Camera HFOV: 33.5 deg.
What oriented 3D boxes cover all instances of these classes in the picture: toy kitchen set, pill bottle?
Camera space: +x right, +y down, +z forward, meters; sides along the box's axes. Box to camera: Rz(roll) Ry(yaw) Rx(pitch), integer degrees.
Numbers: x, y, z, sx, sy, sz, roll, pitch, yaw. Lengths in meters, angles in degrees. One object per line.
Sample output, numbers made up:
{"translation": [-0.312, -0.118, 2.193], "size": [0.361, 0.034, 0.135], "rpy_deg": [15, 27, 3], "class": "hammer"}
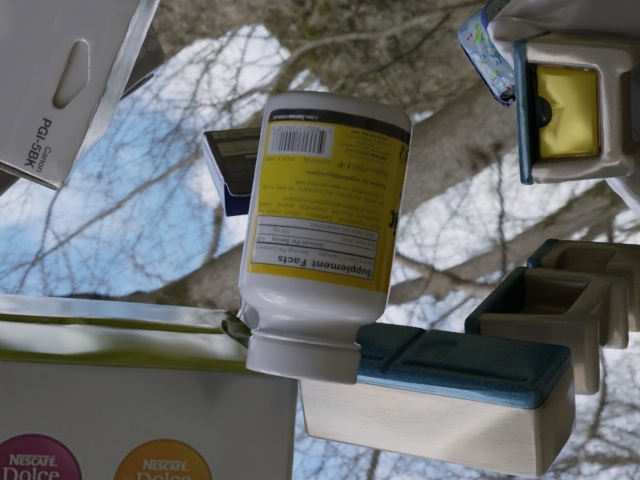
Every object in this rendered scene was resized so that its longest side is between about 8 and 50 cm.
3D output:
{"translation": [0.085, -0.009, 0.544], "size": [0.207, 0.122, 0.166], "rpy_deg": [-32, -59, -54], "class": "toy kitchen set"}
{"translation": [0.000, 0.000, 0.451], "size": [0.065, 0.065, 0.116], "rpy_deg": [13, -96, -41], "class": "pill bottle"}

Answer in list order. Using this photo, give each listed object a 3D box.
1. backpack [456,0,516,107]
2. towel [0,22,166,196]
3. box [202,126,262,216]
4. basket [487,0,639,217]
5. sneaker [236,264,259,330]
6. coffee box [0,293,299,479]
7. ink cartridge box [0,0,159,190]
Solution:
{"translation": [0.228, -0.233, 1.266], "size": [0.114, 0.084, 0.105], "rpy_deg": [53, -140, 3], "class": "backpack"}
{"translation": [-0.266, -0.222, 0.909], "size": [0.332, 0.053, 0.317], "rpy_deg": [-51, -41, -45], "class": "towel"}
{"translation": [-0.028, -0.063, 0.953], "size": [0.136, 0.225, 0.036], "rpy_deg": [-5, -71, -10], "class": "box"}
{"translation": [0.403, -0.173, 0.968], "size": [0.266, 0.331, 0.328], "rpy_deg": [17, -147, -49], "class": "basket"}
{"translation": [-0.045, 0.091, 1.168], "size": [0.080, 0.094, 0.212], "rpy_deg": [26, -123, -46], "class": "sneaker"}
{"translation": [-0.214, 0.209, 0.687], "size": [0.338, 0.338, 0.334], "rpy_deg": [4, -88, -10], "class": "coffee box"}
{"translation": [-0.117, -0.090, 0.492], "size": [0.056, 0.099, 0.135], "rpy_deg": [23, -168, -9], "class": "ink cartridge box"}
